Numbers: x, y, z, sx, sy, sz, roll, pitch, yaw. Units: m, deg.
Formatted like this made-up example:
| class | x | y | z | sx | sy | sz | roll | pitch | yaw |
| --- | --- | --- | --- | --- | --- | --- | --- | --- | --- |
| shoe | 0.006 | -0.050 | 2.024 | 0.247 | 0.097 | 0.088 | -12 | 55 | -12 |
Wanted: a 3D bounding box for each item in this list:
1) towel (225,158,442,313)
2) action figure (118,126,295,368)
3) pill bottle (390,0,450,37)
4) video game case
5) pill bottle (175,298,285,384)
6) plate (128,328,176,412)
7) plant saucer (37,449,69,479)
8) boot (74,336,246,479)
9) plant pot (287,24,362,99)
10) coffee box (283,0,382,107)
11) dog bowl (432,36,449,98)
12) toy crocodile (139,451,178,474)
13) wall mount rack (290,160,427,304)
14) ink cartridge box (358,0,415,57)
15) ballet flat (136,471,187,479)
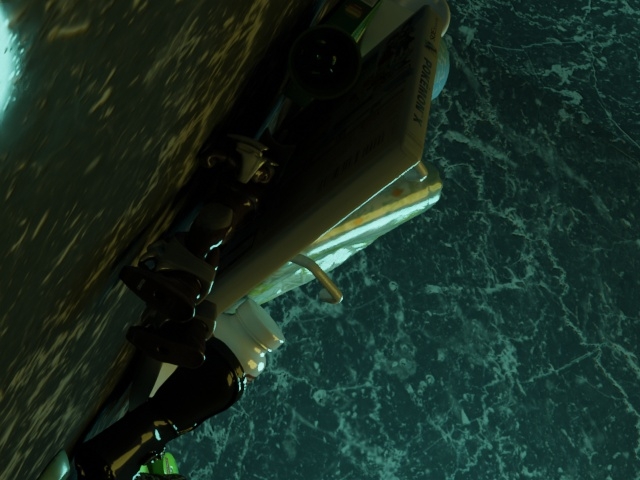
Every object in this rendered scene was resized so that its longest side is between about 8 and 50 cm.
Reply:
| class | x | y | z | sx | sy | sz | roll | pitch | yaw |
| --- | --- | --- | --- | --- | --- | --- | --- | --- | --- |
| towel | 0.000 | 0.000 | 2.151 | 0.320 | 0.090 | 0.374 | -27 | 174 | -23 |
| action figure | -0.109 | -0.013 | 1.312 | 0.285 | 0.099 | 0.185 | -67 | 178 | -48 |
| pill bottle | 0.155 | -0.370 | 2.377 | 0.119 | 0.119 | 0.208 | -58 | 179 | -17 |
| video game case | -0.002 | -0.087 | 1.453 | 0.329 | 0.036 | 0.300 | -38 | -158 | 31 |
| pill bottle | -0.167 | 0.195 | 2.107 | 0.216 | 0.121 | 0.121 | -40 | -179 | 6 |
| plate | -0.195 | 0.110 | 1.926 | 0.278 | 0.045 | 0.277 | -58 | 179 | -34 |
| plant saucer | -0.343 | 0.315 | 1.627 | 0.119 | 0.021 | 0.119 | -58 | 178 | -3 |
| boot | -0.223 | 0.250 | 1.788 | 0.207 | 0.094 | 0.246 | -37 | 173 | -37 |
| plant pot | 0.002 | -0.206 | 1.500 | 0.083 | 0.083 | 0.079 | -58 | -170 | 7 |
| coffee box | 0.019 | -0.251 | 1.677 | 0.113 | 0.040 | 0.184 | -57 | 180 | 36 |
| dog bowl | 0.085 | -0.221 | 2.101 | 0.297 | 0.166 | 0.074 | -58 | 180 | 17 |
| toy crocodile | -0.352 | 0.437 | 2.395 | 0.115 | 0.105 | 0.340 | -17 | -173 | 16 |
| wall mount rack | -0.039 | -0.055 | 1.702 | 0.304 | 0.130 | 0.350 | 17 | -115 | 45 |
| ink cartridge box | 0.057 | -0.204 | 1.870 | 0.237 | 0.100 | 0.172 | -55 | -163 | 45 |
| ballet flat | -0.337 | 0.466 | 2.090 | 0.483 | 0.182 | 0.164 | 126 | -21 | -56 |
